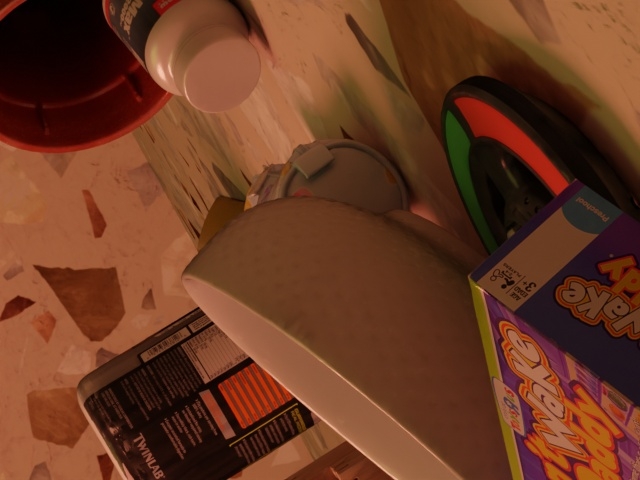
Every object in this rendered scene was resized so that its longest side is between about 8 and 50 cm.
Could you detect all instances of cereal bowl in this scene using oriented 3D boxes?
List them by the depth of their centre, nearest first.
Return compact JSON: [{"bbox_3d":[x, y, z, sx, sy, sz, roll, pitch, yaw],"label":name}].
[{"bbox_3d":[0.069,0.081,1.068,0.339,0.141,0.339,40,171,8],"label":"cereal bowl"}]

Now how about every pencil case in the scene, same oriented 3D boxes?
[{"bbox_3d":[-0.001,-0.022,1.320,0.273,0.113,0.124,172,79,-80],"label":"pencil case"}]

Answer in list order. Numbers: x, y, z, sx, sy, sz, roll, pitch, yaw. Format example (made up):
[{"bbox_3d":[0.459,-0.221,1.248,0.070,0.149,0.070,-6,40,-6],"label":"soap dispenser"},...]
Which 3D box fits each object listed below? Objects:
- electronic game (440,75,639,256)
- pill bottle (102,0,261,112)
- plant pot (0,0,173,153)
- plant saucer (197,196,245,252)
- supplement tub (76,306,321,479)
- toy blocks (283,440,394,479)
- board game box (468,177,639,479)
[{"bbox_3d":[0.140,0.006,0.869,0.229,0.048,0.229,57,171,14],"label":"electronic game"},{"bbox_3d":[-0.132,-0.203,1.448,0.180,0.108,0.108,49,166,44],"label":"pill bottle"},{"bbox_3d":[-0.325,-0.294,1.790,0.272,0.272,0.265,72,172,-54],"label":"plant pot"},{"bbox_3d":[-0.078,0.101,2.208,0.333,0.081,0.333,60,171,-10],"label":"plant saucer"},{"bbox_3d":[-0.119,0.182,1.875,0.207,0.338,0.207,57,171,15],"label":"supplement tub"},{"bbox_3d":[0.089,0.348,1.545,0.381,0.260,0.191,60,171,-8],"label":"toy blocks"},{"bbox_3d":[0.205,0.154,0.772,0.233,0.078,0.347,39,161,34],"label":"board game box"}]
